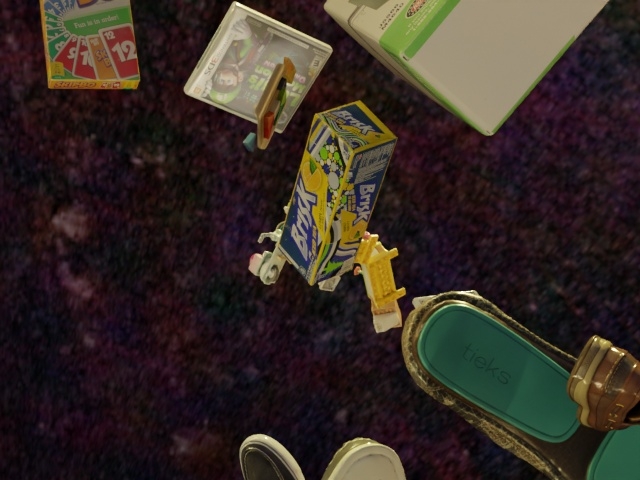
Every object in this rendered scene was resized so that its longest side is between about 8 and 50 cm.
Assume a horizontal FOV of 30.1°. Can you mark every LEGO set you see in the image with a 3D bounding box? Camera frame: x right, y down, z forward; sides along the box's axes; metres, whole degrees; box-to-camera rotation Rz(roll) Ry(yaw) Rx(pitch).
[{"bbox_3d":[0.028,0.021,1.629,0.287,0.132,0.107,25,20,-44],"label":"LEGO set"}]

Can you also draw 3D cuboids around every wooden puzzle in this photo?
[{"bbox_3d":[-0.048,-0.137,1.215,0.014,0.078,0.116,19,75,10],"label":"wooden puzzle"}]

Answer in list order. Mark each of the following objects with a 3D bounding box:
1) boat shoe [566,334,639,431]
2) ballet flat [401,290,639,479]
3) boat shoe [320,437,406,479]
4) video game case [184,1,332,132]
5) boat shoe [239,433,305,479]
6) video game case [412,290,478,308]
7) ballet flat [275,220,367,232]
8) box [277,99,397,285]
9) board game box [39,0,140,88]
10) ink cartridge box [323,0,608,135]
[{"bbox_3d":[0.246,0.129,0.969,0.060,0.178,0.064,26,83,26],"label":"boat shoe"},{"bbox_3d":[0.306,0.222,1.371,0.482,0.182,0.164,34,86,10],"label":"ballet flat"},{"bbox_3d":[0.014,0.334,1.227,0.109,0.305,0.091,5,16,-19],"label":"boat shoe"},{"bbox_3d":[-0.101,-0.280,1.952,0.190,0.173,0.022,20,27,-29],"label":"video game case"},{"bbox_3d":[-0.057,0.377,1.611,0.229,0.080,0.076,71,21,-6],"label":"boat shoe"},{"bbox_3d":[0.216,0.119,1.886,0.122,0.011,0.087,-6,46,-29],"label":"video game case"},{"bbox_3d":[0.000,0.000,1.971,0.168,0.052,0.057,8,84,-19],"label":"ballet flat"},{"bbox_3d":[0.013,-0.041,1.084,0.054,0.169,0.059,-20,54,-34],"label":"box"},{"bbox_3d":[-0.331,-0.335,1.672,0.124,0.039,0.259,-3,69,-22],"label":"board game box"},{"bbox_3d":[0.130,-0.230,1.059,0.114,0.273,0.198,37,96,-23],"label":"ink cartridge box"}]
